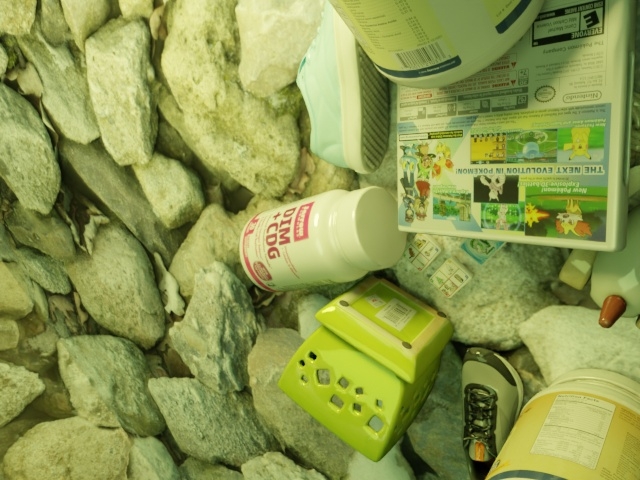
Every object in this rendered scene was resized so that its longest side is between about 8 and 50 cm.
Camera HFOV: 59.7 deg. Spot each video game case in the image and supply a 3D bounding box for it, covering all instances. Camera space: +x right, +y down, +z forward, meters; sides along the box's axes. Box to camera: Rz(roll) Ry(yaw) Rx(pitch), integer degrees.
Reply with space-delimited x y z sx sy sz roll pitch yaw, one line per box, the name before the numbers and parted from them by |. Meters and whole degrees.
video game case | 0.234 -0.148 0.739 0.329 0.036 0.300 7 102 48

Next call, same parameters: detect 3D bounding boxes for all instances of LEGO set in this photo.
LEGO set | 0.212 -0.035 0.910 0.182 0.060 0.244 43 143 12

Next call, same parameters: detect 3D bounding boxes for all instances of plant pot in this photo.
plant pot | 0.095 0.203 0.993 0.227 0.228 0.207 32 120 21

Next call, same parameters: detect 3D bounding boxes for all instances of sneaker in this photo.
sneaker | 0.293 0.312 0.971 0.100 0.108 0.271 3 113 38
sneaker | 0.020 -0.283 0.859 0.150 0.135 0.366 14 119 28

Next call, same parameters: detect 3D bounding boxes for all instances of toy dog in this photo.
toy dog | 0.411 -0.013 0.681 0.220 0.161 0.333 11 118 32

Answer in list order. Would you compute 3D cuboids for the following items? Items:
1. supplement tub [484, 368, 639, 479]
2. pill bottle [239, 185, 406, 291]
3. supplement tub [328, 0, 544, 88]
supplement tub | 0.369 0.347 0.788 0.228 0.316 0.228 18 122 32
pill bottle | 0.000 0.000 0.987 0.283 0.160 0.160 -14 103 44
supplement tub | 0.090 -0.356 0.612 0.235 0.235 0.325 -4 148 38
